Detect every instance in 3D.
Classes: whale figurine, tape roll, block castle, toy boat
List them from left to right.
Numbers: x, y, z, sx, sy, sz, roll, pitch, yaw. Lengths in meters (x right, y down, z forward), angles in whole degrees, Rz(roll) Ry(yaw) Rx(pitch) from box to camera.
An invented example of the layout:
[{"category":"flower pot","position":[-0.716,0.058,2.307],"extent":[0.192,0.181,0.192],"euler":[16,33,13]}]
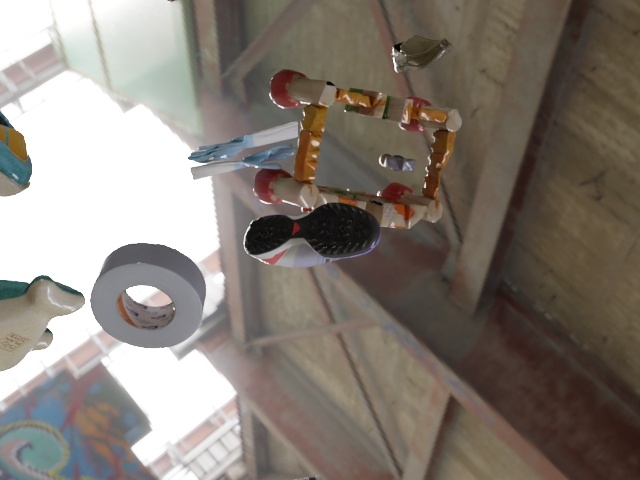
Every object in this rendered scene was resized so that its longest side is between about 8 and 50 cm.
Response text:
[{"category":"toy boat","position":[-0.675,-0.217,1.885],"extent":[0.267,0.148,0.318],"euler":[51,6,18]},{"category":"whale figurine","position":[-0.514,0.110,1.564],"extent":[0.216,0.272,0.141],"euler":[36,33,-50]},{"category":"tape roll","position":[-0.335,0.109,1.887],"extent":[0.072,0.219,0.219],"euler":[-87,161,-54]},{"category":"block castle","position":[0.078,-0.199,2.171],"extent":[0.212,0.453,0.303],"euler":[19,-79,51]}]

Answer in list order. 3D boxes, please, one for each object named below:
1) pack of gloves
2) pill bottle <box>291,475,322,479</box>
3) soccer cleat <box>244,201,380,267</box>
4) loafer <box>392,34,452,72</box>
[{"category":"pack of gloves","position":[-0.153,-0.164,1.969],"extent":[0.195,0.232,0.046],"euler":[100,-26,-78]},{"category":"pill bottle","position":[-0.089,0.523,1.831],"extent":[0.119,0.208,0.119],"euler":[170,-90,-84]},{"category":"soccer cleat","position":[0.000,0.000,1.851],"extent":[0.318,0.109,0.116],"euler":[-6,-25,39]},{"category":"loafer","position":[0.160,-0.312,1.593],"extent":[0.050,0.056,0.148],"euler":[59,-26,-14]}]
